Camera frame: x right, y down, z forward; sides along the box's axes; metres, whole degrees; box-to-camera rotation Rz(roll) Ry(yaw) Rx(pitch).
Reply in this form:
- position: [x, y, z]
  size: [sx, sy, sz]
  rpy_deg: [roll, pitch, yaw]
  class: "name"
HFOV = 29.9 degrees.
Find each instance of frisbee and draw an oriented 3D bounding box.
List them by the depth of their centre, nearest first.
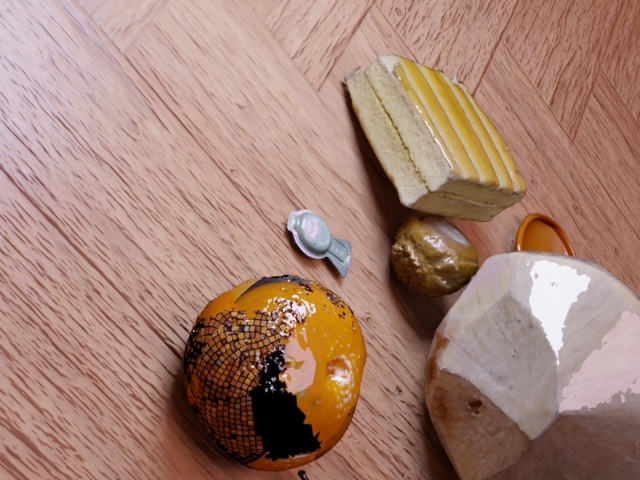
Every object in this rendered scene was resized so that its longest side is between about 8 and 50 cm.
- position: [0.376, 0.048, 2.010]
  size: [0.192, 0.035, 0.192]
  rpy_deg: [21, 61, -43]
  class: "frisbee"

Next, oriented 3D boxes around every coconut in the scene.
- position: [0.314, 0.198, 1.646]
  size: [0.415, 0.344, 0.415]
  rpy_deg: [52, 16, -22]
  class: "coconut"

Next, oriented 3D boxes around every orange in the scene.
- position: [-0.048, 0.153, 1.396]
  size: [0.234, 0.182, 0.234]
  rpy_deg: [18, 69, -56]
  class: "orange"

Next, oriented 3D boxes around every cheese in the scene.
- position: [0.000, 0.000, 1.618]
  size: [0.120, 0.026, 0.067]
  rpy_deg: [36, 51, -34]
  class: "cheese"

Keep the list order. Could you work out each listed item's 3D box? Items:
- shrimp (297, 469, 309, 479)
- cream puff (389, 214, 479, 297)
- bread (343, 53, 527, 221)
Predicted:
- position: [0.025, 0.491, 1.418]
  size: [0.272, 0.085, 0.445]
  rpy_deg: [-18, 93, -45]
  class: "shrimp"
- position: [0.159, 0.027, 1.719]
  size: [0.126, 0.103, 0.144]
  rpy_deg: [40, 21, 11]
  class: "cream puff"
- position: [0.173, -0.152, 1.774]
  size: [0.239, 0.111, 0.246]
  rpy_deg: [8, 49, -52]
  class: "bread"
